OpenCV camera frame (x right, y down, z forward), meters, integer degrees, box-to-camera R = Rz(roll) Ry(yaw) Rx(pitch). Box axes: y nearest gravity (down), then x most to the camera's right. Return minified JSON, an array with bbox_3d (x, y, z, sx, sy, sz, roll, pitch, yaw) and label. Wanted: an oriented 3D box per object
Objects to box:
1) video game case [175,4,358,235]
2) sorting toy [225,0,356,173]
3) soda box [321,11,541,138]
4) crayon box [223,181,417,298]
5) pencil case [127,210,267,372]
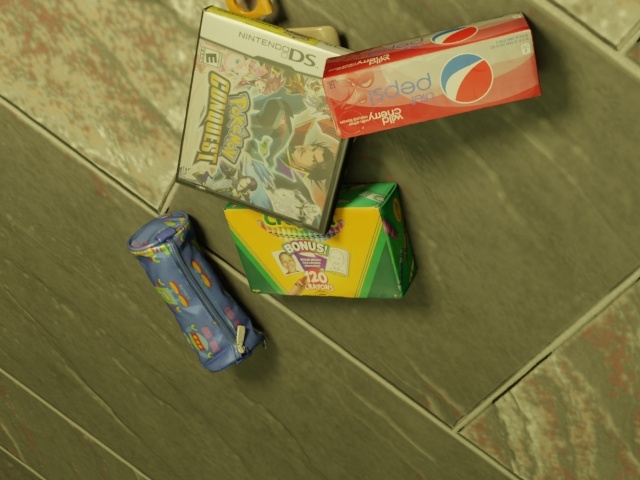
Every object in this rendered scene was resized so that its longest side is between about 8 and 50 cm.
[{"bbox_3d":[-0.074,-0.168,1.261,0.248,0.035,0.274,20,118,10],"label":"video game case"},{"bbox_3d":[-0.049,-0.227,1.289,0.196,0.047,0.347,1,122,23],"label":"sorting toy"},{"bbox_3d":[0.139,-0.209,1.119,0.263,0.083,0.092,-12,118,11],"label":"soda box"},{"bbox_3d":[0.000,0.000,1.398,0.278,0.081,0.165,0,121,28],"label":"crayon box"},{"bbox_3d":[-0.216,0.096,1.556,0.133,0.119,0.306,8,132,59],"label":"pencil case"}]
